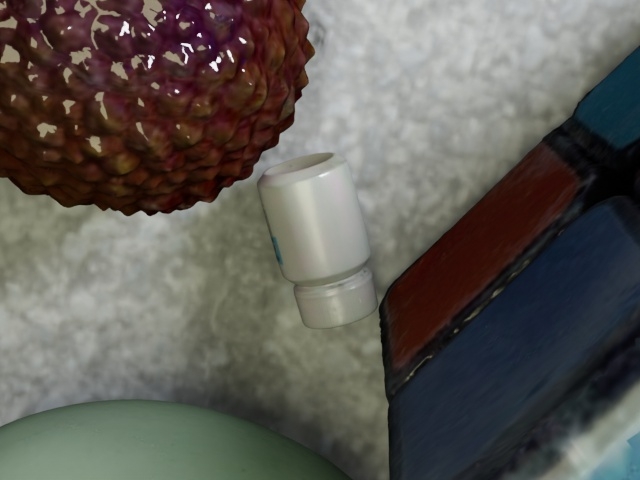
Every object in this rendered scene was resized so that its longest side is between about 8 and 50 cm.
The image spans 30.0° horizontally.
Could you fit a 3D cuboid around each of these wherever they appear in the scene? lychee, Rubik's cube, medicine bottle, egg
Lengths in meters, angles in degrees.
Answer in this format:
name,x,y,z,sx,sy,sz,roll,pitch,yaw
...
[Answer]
name,x,y,z,sx,sy,sz,roll,pitch,yaw
lychee,-0.092,-0.100,0.570,0.188,0.188,0.188,0,105,1
Rubik's cube,0.237,0.073,0.538,0.316,0.313,0.318,44,103,-9
medicine bottle,0.000,0.000,0.657,0.052,0.052,0.089,-14,104,5
egg,-0.079,0.189,0.631,0.282,0.203,0.203,19,104,-6
